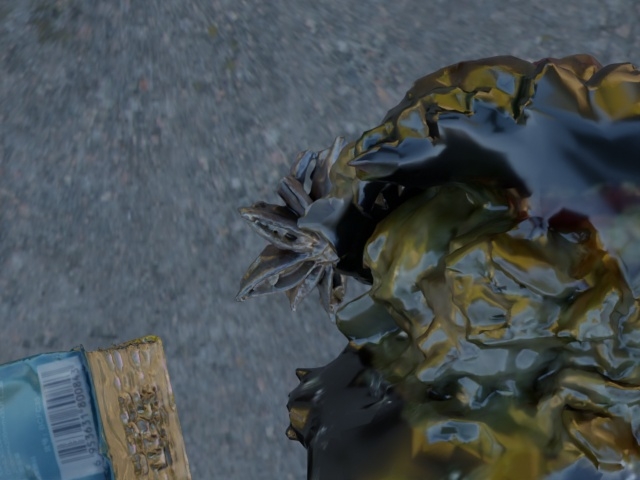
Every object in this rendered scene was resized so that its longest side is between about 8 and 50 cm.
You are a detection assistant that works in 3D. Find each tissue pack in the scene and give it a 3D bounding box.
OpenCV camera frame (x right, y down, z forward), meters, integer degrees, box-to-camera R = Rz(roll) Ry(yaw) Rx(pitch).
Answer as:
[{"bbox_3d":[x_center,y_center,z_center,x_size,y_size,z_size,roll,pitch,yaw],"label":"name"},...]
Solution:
[{"bbox_3d":[-0.192,0.220,1.021,0.192,0.134,0.270,-14,87,26],"label":"tissue pack"}]

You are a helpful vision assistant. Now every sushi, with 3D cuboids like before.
[{"bbox_3d":[0.102,0.033,0.576,0.238,0.225,0.218,0,90,-30],"label":"sushi"}]

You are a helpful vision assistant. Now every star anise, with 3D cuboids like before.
[{"bbox_3d":[0.000,0.000,1.246,0.195,0.065,0.182,-33,126,-10],"label":"star anise"}]
